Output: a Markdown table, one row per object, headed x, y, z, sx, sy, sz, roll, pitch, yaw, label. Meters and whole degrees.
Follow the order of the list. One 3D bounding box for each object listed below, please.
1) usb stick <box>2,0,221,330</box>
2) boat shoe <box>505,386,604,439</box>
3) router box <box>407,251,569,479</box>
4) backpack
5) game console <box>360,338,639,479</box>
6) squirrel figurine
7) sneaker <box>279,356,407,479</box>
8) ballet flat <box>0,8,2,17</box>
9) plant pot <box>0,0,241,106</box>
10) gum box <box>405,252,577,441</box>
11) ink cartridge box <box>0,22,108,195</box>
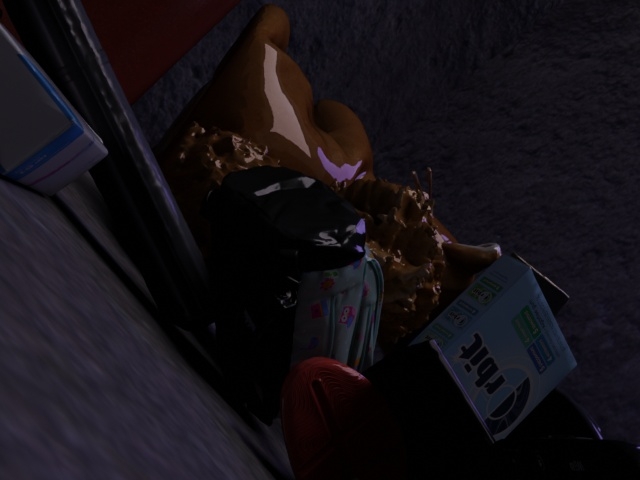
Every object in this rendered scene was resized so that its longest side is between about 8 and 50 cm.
| x | y | z | sx | sy | sz | roll | pitch | yaw | label |
| --- | --- | --- | --- | --- | --- | --- | --- | --- | --- |
| -0.142 | -0.065 | 0.681 | 0.077 | 0.045 | 0.278 | 10 | -53 | 63 | usb stick |
| 0.218 | 0.278 | 0.950 | 0.500 | 0.186 | 0.156 | -62 | 142 | -74 | boat shoe |
| 0.141 | 0.175 | 1.120 | 0.081 | 0.309 | 0.243 | 40 | -8 | 12 | router box |
| -0.020 | 0.049 | 0.744 | 0.152 | 0.115 | 0.182 | -133 | -140 | -54 | backpack |
| 0.116 | 0.150 | 0.571 | 0.213 | 0.044 | 0.361 | 58 | -13 | 5 | game console |
| 0.000 | 0.000 | 1.013 | 0.370 | 0.281 | 0.397 | 37 | 17 | -15 | squirrel figurine |
| 0.009 | 0.162 | 0.720 | 0.128 | 0.087 | 0.221 | 27 | -35 | 58 | sneaker |
| -0.233 | -0.153 | 0.556 | 0.084 | 0.058 | 0.250 | 49 | -5 | 6 | ballet flat |
| -0.204 | -0.240 | 0.873 | 0.272 | 0.265 | 0.272 | 51 | -4 | 5 | plant pot |
| 0.149 | 0.128 | 0.942 | 0.041 | 0.184 | 0.157 | 34 | -16 | 49 | gum box |
| -0.178 | -0.078 | 0.576 | 0.088 | 0.052 | 0.122 | 51 | -4 | 0 | ink cartridge box |
